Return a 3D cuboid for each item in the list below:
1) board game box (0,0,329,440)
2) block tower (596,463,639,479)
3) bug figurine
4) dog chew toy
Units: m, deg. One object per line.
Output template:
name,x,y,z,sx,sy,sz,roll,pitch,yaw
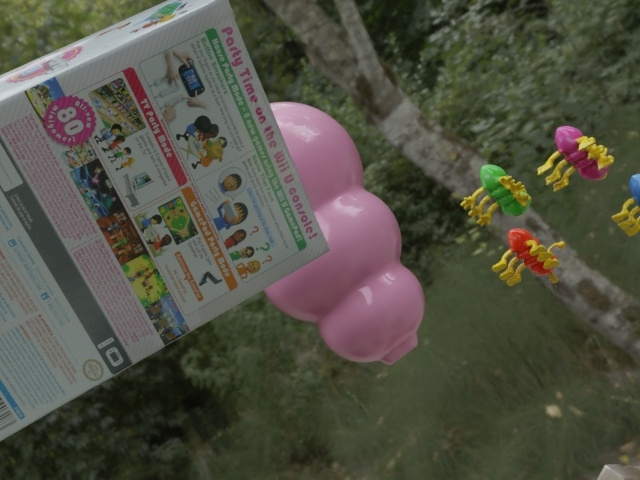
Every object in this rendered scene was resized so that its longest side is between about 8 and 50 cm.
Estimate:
board game box,-0.173,-0.024,0.628,0.303,0.224,0.097,-29,27,-13
block tower,0.293,0.259,0.489,0.335,0.091,0.097,31,99,41
bug figurine,0.330,-0.047,1.096,0.279,0.216,0.072,-28,28,41
dog chew toy,0.000,0.000,0.976,0.206,0.332,0.206,-36,-9,-6
